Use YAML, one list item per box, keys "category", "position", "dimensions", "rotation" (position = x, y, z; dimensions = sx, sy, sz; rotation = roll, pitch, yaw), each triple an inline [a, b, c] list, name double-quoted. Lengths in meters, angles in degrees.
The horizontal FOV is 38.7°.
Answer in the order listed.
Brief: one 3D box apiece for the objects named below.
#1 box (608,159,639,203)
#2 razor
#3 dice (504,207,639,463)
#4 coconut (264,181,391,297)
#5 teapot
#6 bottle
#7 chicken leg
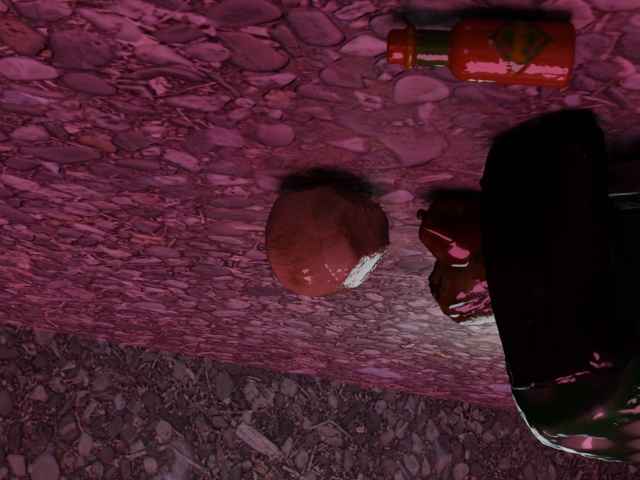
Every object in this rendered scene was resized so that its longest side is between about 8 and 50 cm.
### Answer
- category: "box"
  position: [0.574, -0.055, 1.187]
  dimensions: [0.365, 0.051, 0.204]
  rotation: [9, 180, -10]
- category: "razor"
  position: [0.283, 0.016, 1.123]
  dimensions: [0.107, 0.326, 0.189]
  rotation: [9, 160, -31]
- category: "dice"
  position: [0.444, 0.133, 1.236]
  dimensions: [0.287, 0.297, 0.300]
  rotation: [14, 155, -23]
- category: "coconut"
  position: [-0.002, 0.001, 1.407]
  dimensions: [0.194, 0.194, 0.194]
  rotation: [5, 162, 1]
- category: "teapot"
  position: [0.200, -0.021, 1.414]
  dimensions: [0.116, 0.116, 0.173]
  rotation: [-1, -172, 19]
- category: "bottle"
  position: [0.161, -0.192, 0.926]
  dimensions: [0.187, 0.069, 0.069]
  rotation: [3, 162, 5]
- category: "chicken leg"
  position: [0.337, 0.035, 1.512]
  dimensions: [0.201, 0.152, 0.429]
  rotation: [2, 160, -36]
